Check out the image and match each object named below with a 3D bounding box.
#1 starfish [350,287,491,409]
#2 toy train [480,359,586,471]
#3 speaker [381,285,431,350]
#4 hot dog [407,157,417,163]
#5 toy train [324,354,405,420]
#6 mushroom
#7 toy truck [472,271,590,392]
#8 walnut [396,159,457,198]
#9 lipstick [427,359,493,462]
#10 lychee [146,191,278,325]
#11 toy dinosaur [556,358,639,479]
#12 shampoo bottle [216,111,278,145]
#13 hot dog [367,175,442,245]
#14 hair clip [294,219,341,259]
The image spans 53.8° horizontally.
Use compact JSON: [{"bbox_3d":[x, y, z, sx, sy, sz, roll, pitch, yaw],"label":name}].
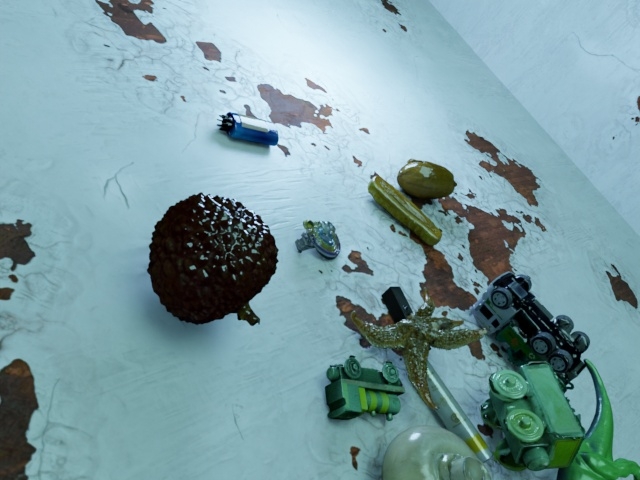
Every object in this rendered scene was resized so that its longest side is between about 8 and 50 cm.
[{"bbox_3d":[0.273,0.229,1.530,0.293,0.084,0.301,-20,48,-36],"label":"starfish"},{"bbox_3d":[0.502,0.424,1.515,0.188,0.159,0.272,-3,38,-6],"label":"toy train"},{"bbox_3d":[0.221,0.208,1.631,0.040,0.046,0.191,3,50,-38],"label":"speaker"},{"bbox_3d":[0.339,-0.259,2.221,0.058,0.035,0.083,2,52,-45],"label":"hot dog"},{"bbox_3d":[0.099,0.329,1.379,0.200,0.083,0.132,14,55,-31],"label":"toy train"},{"bbox_3d":[0.243,0.484,1.244,0.246,0.202,0.246,22,50,-29],"label":"mushroom"},{"bbox_3d":[0.597,0.269,1.790,0.176,0.178,0.363,-22,68,-45],"label":"toy truck"},{"bbox_3d":[0.358,-0.200,2.108,0.245,0.137,0.137,13,45,-28],"label":"walnut"},{"bbox_3d":[0.306,0.407,1.494,0.059,0.059,0.264,-11,60,-47],"label":"lipstick"},{"bbox_3d":[-0.208,0.048,1.244,0.264,0.264,0.300,-16,68,-49],"label":"lychee"},{"bbox_3d":[0.599,0.532,1.549,0.374,0.144,0.500,4,54,-20],"label":"toy dinosaur"},{"bbox_3d":[-0.208,-0.319,1.786,0.182,0.050,0.087,6,52,-38],"label":"shampoo bottle"},{"bbox_3d":[0.259,-0.088,1.954,0.286,0.061,0.088,44,40,1],"label":"hot dog"},{"bbox_3d":[0.000,0.000,1.656,0.172,0.049,0.116,-4,68,-54],"label":"hair clip"}]
